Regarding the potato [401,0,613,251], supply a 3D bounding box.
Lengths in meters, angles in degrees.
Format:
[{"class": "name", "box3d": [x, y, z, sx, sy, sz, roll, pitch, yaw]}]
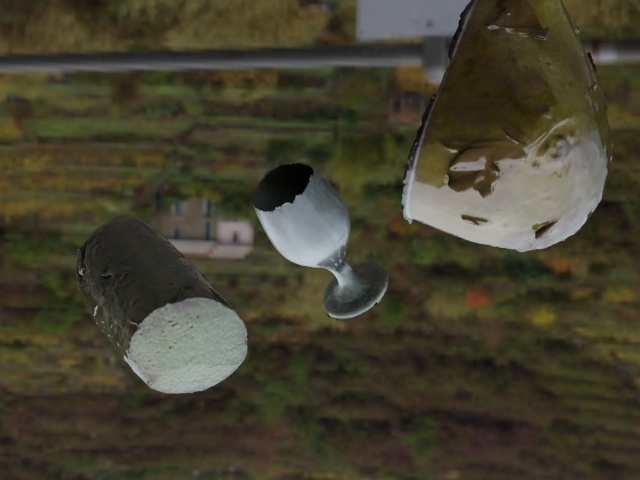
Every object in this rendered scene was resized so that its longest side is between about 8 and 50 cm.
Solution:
[{"class": "potato", "box3d": [0.225, -0.128, 1.366, 0.196, 0.299, 0.246, 17, 163, 11]}]

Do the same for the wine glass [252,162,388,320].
[{"class": "wine glass", "box3d": [0.000, 0.000, 1.883, 0.126, 0.126, 0.241, 0, 139, 39]}]

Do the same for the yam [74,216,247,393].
[{"class": "yam", "box3d": [-0.220, 0.086, 1.691, 0.161, 0.161, 0.268, 3, -155, -33]}]
